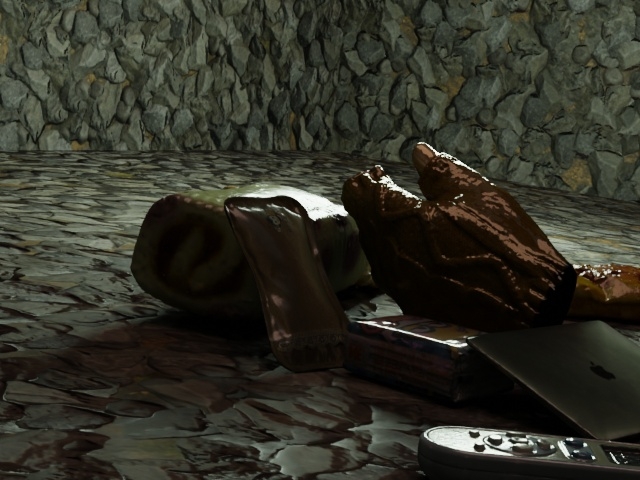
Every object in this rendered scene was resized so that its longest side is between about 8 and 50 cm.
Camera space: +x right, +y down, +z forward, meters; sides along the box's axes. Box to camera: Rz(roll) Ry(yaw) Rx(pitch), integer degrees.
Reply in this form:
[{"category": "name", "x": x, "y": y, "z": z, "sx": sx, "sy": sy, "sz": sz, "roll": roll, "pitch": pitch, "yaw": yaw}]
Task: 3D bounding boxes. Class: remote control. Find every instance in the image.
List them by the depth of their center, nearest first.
[{"category": "remote control", "x": 0.202, "y": 0.191, "z": 1.203, "sx": 0.244, "sy": 0.047, "sz": 0.087, "roll": 6, "pitch": 5, "yaw": 0}]

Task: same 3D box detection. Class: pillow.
[{"category": "pillow", "x": -0.031, "y": 0.044, "z": 1.590, "sx": 0.130, "sy": 0.217, "sz": 0.033, "roll": -1, "pitch": -28, "yaw": -42}]

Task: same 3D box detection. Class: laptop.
[{"category": "laptop", "x": 0.291, "y": 0.143, "z": 1.505, "sx": 0.269, "sy": 0.015, "sz": 0.188, "roll": -3, "pitch": 33, "yaw": -48}]

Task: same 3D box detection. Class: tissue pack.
[{"category": "tissue pack", "x": 0.118, "y": 0.122, "z": 1.536, "sx": 0.155, "sy": 0.065, "sz": 0.116, "roll": 14, "pitch": 11, "yaw": 40}]

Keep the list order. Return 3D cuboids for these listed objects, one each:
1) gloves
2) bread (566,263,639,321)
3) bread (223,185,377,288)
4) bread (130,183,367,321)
[{"category": "gloves", "x": 0.153, "y": 0.013, "z": 1.759, "sx": 0.155, "sy": 0.203, "sz": 0.356, "roll": -5, "pitch": 30, "yaw": -44}, {"category": "bread", "x": 0.364, "y": 0.068, "z": 2.058, "sx": 0.271, "sy": 0.077, "sz": 0.139, "roll": 8, "pitch": 11, "yaw": -11}, {"category": "bread", "x": 0.000, "y": 0.000, "z": 2.086, "sx": 0.239, "sy": 0.111, "sz": 0.246, "roll": 12, "pitch": 1, "yaw": 17}, {"category": "bread", "x": -0.080, "y": 0.016, "z": 1.808, "sx": 0.187, "sy": 0.155, "sz": 0.338, "roll": 18, "pitch": 9, "yaw": 19}]
